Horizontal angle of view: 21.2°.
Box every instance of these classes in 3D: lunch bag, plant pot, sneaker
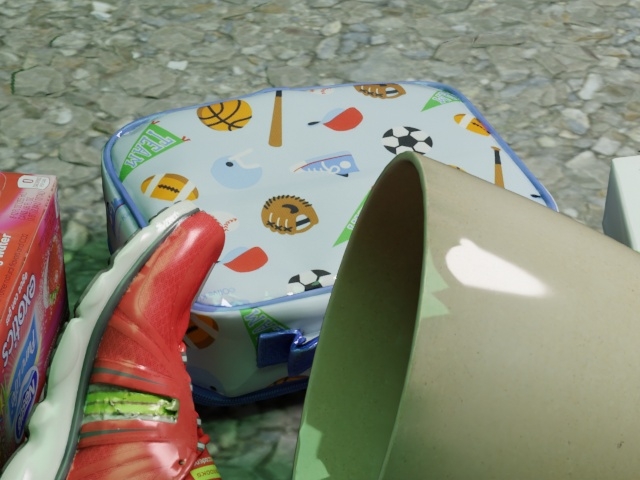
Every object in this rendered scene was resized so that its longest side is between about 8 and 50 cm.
[{"bbox_3d":[0.000,0.000,1.187,0.303,0.115,0.243,-13,43,-18],"label":"lunch bag"},{"bbox_3d":[0.147,0.104,0.964,0.274,0.256,0.256,13,35,-10],"label":"plant pot"},{"bbox_3d":[-0.102,0.113,0.992,0.118,0.107,0.279,19,72,8],"label":"sneaker"}]

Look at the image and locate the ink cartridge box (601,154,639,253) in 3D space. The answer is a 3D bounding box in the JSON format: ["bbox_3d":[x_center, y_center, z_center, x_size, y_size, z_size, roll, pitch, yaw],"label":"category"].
[{"bbox_3d":[0.307,0.017,1.134,0.212,0.093,0.154,-8,59,-1],"label":"ink cartridge box"}]

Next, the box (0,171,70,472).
[{"bbox_3d":[-0.247,0.071,1.070,0.128,0.122,0.257,4,36,4],"label":"box"}]
